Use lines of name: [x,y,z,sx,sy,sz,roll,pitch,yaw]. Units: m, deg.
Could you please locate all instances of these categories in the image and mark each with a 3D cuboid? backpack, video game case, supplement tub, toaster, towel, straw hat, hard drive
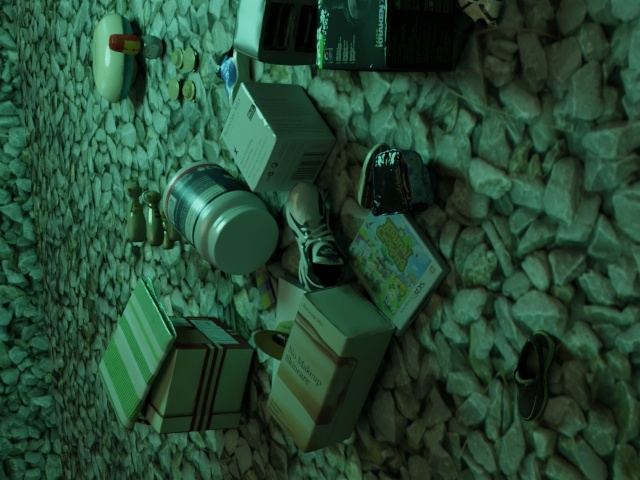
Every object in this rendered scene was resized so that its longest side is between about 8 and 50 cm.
backpack: [0.145,-0.105,1.419,0.105,0.084,0.114,-5,93,49]
video game case: [0.138,0.041,1.506,0.212,0.023,0.193,58,137,32]
supplement tub: [-0.238,-0.055,1.876,0.272,0.191,0.191,40,126,44]
toaster: [-0.085,-0.443,1.623,0.110,0.168,0.186,37,123,45]
towel: [-0.131,0.124,1.909,0.060,0.009,0.083,-38,64,51]
towel: [-0.458,0.283,1.977,0.248,0.038,0.325,52,122,43]
straw hat: [-0.067,0.207,1.707,0.144,0.144,0.061,-34,29,51]
hard drive: [-0.037,0.253,1.769,0.203,0.040,0.308,24,114,51]

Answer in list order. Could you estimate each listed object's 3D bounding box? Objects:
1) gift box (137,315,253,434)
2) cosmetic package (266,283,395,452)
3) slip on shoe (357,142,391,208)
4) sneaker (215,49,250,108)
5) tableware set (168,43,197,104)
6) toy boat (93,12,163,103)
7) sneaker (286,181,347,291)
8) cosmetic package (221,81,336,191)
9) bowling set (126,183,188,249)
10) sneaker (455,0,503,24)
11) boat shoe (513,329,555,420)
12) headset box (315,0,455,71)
gift box: [-0.339,0.345,2.043,0.276,0.255,0.258,28,108,56]
cosmetic package: [0.013,0.253,1.570,0.153,0.129,0.296,41,125,38]
slip on shoe: [0.099,-0.127,1.520,0.041,0.051,0.135,-118,33,-56]
sneaker: [-0.212,-0.382,1.903,0.084,0.058,0.152,4,94,49]
tableware set: [-0.374,-0.450,2.157,0.141,0.020,0.169,27,115,48]
toy boat: [-0.574,-0.545,2.342,0.318,0.148,0.268,0,90,62]
sneaker: [0.000,0.000,1.606,0.153,0.094,0.235,-164,71,-67]
cosmetic package: [-0.092,-0.219,1.680,0.184,0.151,0.151,58,136,32]
bowling set: [-0.386,-0.069,2.142,0.287,0.199,0.154,36,-131,-80]
sneaker: [0.244,-0.374,1.280,0.109,0.040,0.044,32,123,48]
boat shoe: [0.326,0.214,1.245,0.056,0.049,0.152,22,113,51]
headset box: [0.102,-0.416,1.367,0.283,0.131,0.247,-154,64,-62]
